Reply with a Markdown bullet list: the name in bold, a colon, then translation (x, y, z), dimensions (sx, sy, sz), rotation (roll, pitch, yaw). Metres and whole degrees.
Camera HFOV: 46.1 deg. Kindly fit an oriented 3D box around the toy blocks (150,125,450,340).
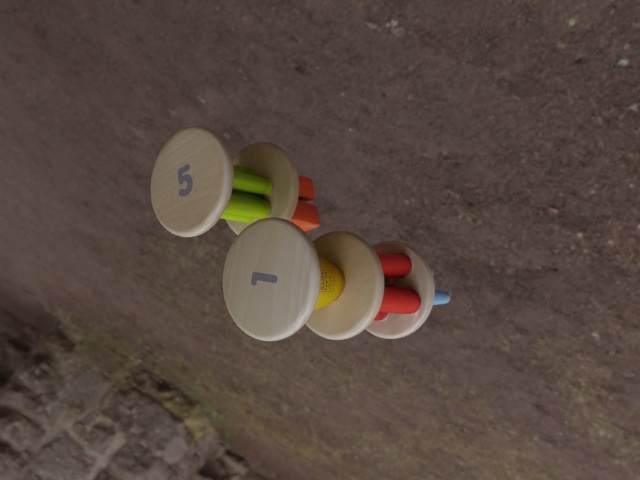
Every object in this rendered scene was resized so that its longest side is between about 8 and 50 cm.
- **toy blocks**: translation (0.000, 0.000, 0.393), dimensions (0.148, 0.054, 0.123), rotation (9, -146, -53)
